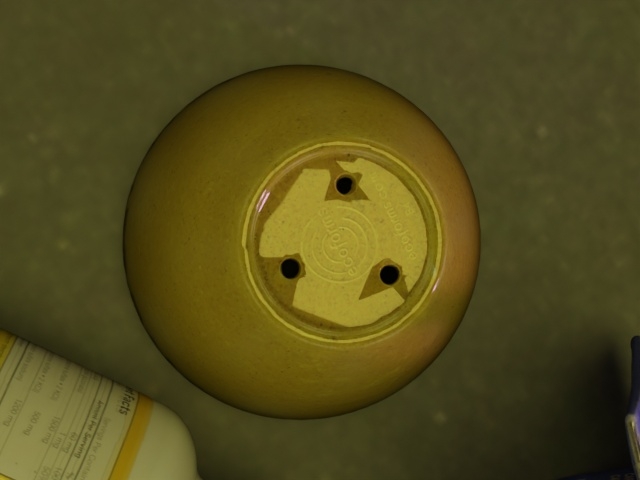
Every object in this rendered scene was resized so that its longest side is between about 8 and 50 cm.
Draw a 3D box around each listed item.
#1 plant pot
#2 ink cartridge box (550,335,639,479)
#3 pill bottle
[{"bbox_3d":[0.000,0.000,0.535,0.134,0.095,0.134,0,89,-9],"label":"plant pot"},{"bbox_3d":[0.110,0.196,0.505,0.065,0.186,0.311,-9,92,14],"label":"ink cartridge box"},{"bbox_3d":[-0.106,0.087,0.514,0.184,0.103,0.103,26,86,-8],"label":"pill bottle"}]
